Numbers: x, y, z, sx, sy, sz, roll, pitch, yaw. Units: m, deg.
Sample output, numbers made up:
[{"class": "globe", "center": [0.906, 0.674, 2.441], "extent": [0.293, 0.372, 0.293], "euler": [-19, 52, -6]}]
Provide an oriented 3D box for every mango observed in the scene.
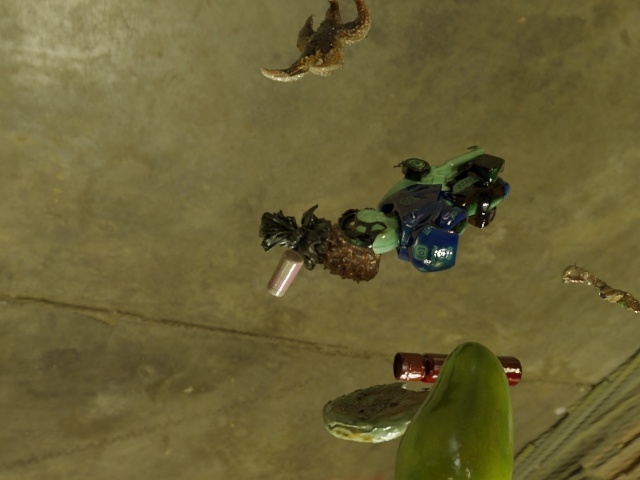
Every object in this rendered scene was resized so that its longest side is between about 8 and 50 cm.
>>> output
[{"class": "mango", "center": [0.196, 0.279, 0.944], "extent": [0.143, 0.293, 0.175], "euler": [-13, 128, 39]}]

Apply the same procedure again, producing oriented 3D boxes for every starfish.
[{"class": "starfish", "center": [-0.002, -0.351, 1.214], "extent": [0.216, 0.238, 0.071], "euler": [-29, 123, 13]}, {"class": "starfish", "center": [0.609, 0.105, 1.398], "extent": [0.150, 0.210, 0.053], "euler": [-1, 114, -52]}]

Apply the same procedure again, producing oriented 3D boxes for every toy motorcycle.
[{"class": "toy motorcycle", "center": [0.191, -0.049, 1.129], "extent": [0.331, 0.196, 0.125], "euler": [-28, 134, -36]}]

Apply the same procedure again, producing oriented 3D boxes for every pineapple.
[{"class": "pineapple", "center": [0.000, 0.000, 1.678], "extent": [0.310, 0.170, 0.141], "euler": [15, 161, -10]}]

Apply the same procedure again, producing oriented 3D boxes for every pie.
[{"class": "pie", "center": [0.148, 0.400, 1.588], "extent": [0.303, 0.302, 0.066], "euler": [-7, 95, -14]}]

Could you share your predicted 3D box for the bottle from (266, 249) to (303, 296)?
[{"class": "bottle", "center": [-0.072, 0.067, 1.359], "extent": [0.045, 0.045, 0.096], "euler": [12, 123, -30]}]

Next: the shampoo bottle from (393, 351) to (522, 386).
[{"class": "shampoo bottle", "center": [0.287, 0.272, 1.431], "extent": [0.260, 0.064, 0.102], "euler": [5, 168, -12]}]
